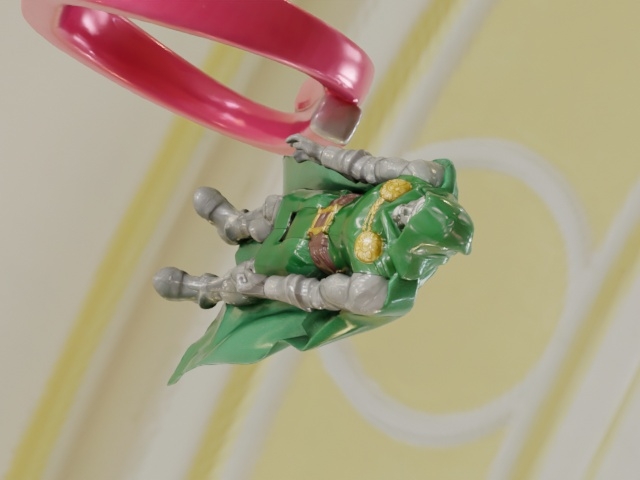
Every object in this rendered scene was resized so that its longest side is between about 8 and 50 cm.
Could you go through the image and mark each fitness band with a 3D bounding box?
[{"bbox_3d":[-0.078,-0.114,1.143,0.209,0.291,0.054,24,-96,-8],"label":"fitness band"}]

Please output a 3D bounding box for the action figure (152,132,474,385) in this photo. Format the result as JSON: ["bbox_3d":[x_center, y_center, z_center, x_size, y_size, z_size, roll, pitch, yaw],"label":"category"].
[{"bbox_3d":[0.000,0.000,0.883,0.063,0.232,0.137,30,-109,-25],"label":"action figure"}]
